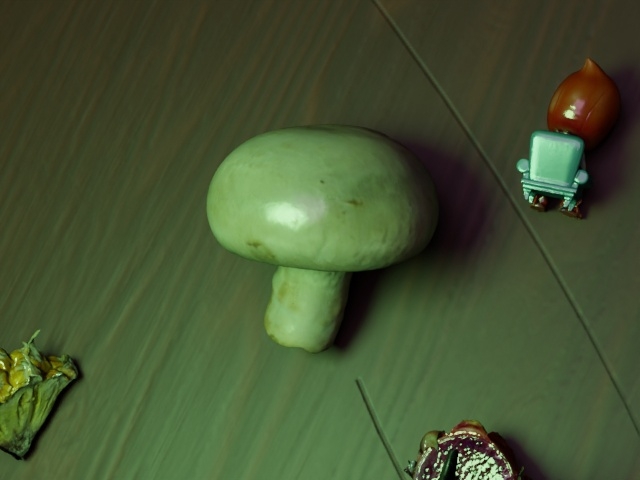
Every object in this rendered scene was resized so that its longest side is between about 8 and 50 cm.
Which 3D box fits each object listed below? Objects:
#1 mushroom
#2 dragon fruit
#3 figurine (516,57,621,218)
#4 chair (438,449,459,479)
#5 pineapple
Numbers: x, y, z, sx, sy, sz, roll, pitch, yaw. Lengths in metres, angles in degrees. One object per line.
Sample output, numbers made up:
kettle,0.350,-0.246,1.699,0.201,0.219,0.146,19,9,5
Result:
mushroom,-0.003,-0.010,1.687,0.206,0.206,0.209,12,79,20
dragon fruit,0.136,0.220,1.653,0.126,0.068,0.112,26,87,32
figurine,0.225,-0.094,1.703,0.068,0.075,0.140,16,83,21
chair,0.245,0.337,1.472,0.401,0.226,0.227,20,82,6
pineapple,-0.292,0.155,1.791,0.137,0.116,0.069,-19,37,-31
